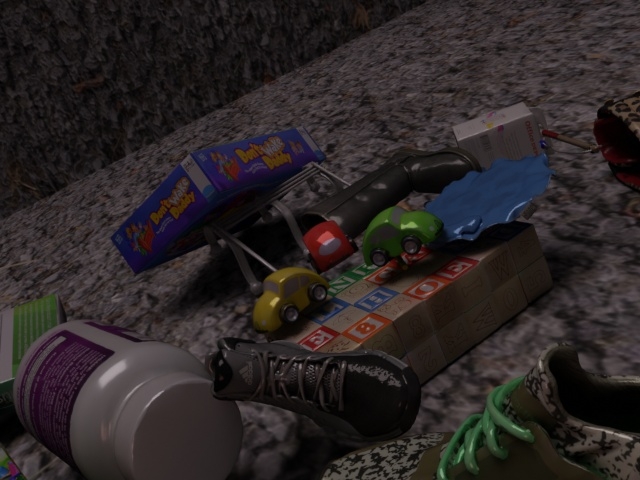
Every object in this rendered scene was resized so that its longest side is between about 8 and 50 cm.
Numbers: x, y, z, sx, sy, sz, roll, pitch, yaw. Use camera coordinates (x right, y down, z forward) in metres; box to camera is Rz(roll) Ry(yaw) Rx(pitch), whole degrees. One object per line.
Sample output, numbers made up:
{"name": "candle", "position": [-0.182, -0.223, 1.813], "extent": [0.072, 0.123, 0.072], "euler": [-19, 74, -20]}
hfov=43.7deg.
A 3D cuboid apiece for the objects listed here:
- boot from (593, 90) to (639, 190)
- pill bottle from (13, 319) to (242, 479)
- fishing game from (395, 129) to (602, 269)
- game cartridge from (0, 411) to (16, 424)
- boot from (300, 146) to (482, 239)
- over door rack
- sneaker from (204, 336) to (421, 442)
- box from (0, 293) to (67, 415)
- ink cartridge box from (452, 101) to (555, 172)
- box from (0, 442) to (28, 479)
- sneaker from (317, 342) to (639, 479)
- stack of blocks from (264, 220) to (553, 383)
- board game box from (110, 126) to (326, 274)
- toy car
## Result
{"name": "boot", "position": [0.522, -0.198, 1.111], "extent": [0.284, 0.138, 0.377], "euler": [-22, 26, 5]}
{"name": "pill bottle", "position": [-0.217, 0.188, 0.893], "extent": [0.169, 0.169, 0.301], "euler": [-36, 23, -30]}
{"name": "fishing game", "position": [0.199, -0.044, 0.952], "extent": [0.264, 0.041, 0.189], "euler": [-33, 18, -1]}
{"name": "game cartridge", "position": [-0.580, 0.257, 1.283], "extent": [0.198, 0.062, 0.297], "euler": [-29, 21, -27]}
{"name": "boot", "position": [0.099, -0.062, 1.129], "extent": [0.208, 0.076, 0.190], "euler": [-29, 20, -33]}
{"name": "over door rack", "position": [0.000, 0.000, 1.244], "extent": [0.239, 0.108, 0.324], "euler": [-34, 37, -26]}
{"name": "sneaker", "position": [-0.028, 0.134, 0.734], "extent": [0.132, 0.086, 0.229], "euler": [14, -10, -41]}
{"name": "box", "position": [-0.536, 0.201, 1.191], "extent": [0.322, 0.058, 0.232], "euler": [-21, 27, -11]}
{"name": "ink cartridge box", "position": [0.299, -0.158, 1.302], "extent": [0.143, 0.092, 0.090], "euler": [-18, 20, 10]}
{"name": "box", "position": [-0.354, 0.330, 0.676], "extent": [0.290, 0.177, 0.279], "euler": [-34, 23, -25]}
{"name": "sneaker", "position": [0.162, 0.144, 0.570], "extent": [0.410, 0.182, 0.158], "euler": [-12, 23, 32]}
{"name": "stack of blocks", "position": [0.101, 0.078, 0.936], "extent": [0.297, 0.087, 0.171], "euler": [-32, 21, -20]}
{"name": "board game box", "position": [-0.165, -0.078, 1.381], "extent": [0.233, 0.078, 0.347], "euler": [-40, -7, 30]}
{"name": "toy car", "position": [0.037, 0.008, 0.934], "extent": [0.225, 0.053, 0.239], "euler": [-24, 14, 30]}
